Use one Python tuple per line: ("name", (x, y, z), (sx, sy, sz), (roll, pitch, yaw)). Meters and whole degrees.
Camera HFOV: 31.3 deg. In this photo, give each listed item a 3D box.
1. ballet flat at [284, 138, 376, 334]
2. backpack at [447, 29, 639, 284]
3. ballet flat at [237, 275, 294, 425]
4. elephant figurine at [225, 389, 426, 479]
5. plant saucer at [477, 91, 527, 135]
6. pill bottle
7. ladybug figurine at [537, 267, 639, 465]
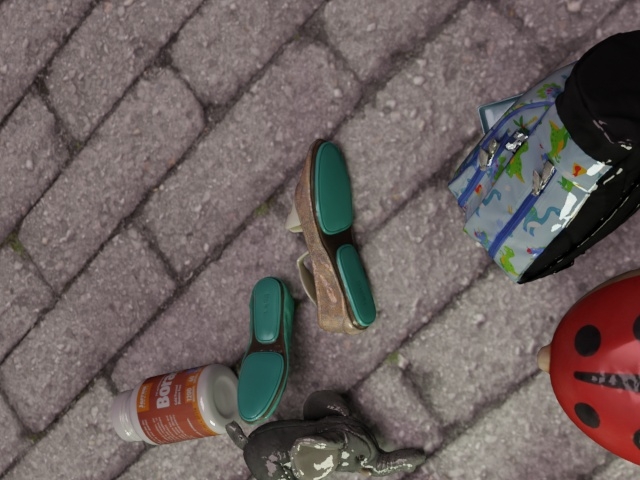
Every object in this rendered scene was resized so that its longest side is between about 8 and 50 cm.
("ballet flat", (0.000, 0.000, 1.822), (0.106, 0.107, 0.316), (-12, 88, 36))
("backpack", (0.333, -0.101, 1.531), (0.273, 0.290, 0.355), (35, 137, 22))
("ballet flat", (-0.080, 0.184, 1.866), (0.083, 0.087, 0.247), (-1, 71, 20))
("elephant figurine", (0.009, 0.326, 1.827), (0.239, 0.186, 0.169), (-35, 58, 24))
("plant saucer", (0.326, -0.189, 1.669), (0.192, 0.018, 0.067), (-15, 88, 30))
("pill bottle", (-0.251, 0.288, 1.976), (0.216, 0.121, 0.121), (-15, 88, 29))
("ladybug figurine", (0.502, 0.184, 1.529), (0.449, 0.162, 0.305), (-1, 95, 29))
